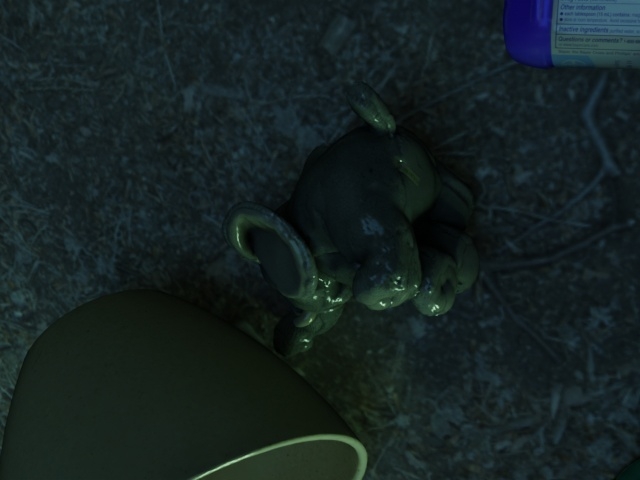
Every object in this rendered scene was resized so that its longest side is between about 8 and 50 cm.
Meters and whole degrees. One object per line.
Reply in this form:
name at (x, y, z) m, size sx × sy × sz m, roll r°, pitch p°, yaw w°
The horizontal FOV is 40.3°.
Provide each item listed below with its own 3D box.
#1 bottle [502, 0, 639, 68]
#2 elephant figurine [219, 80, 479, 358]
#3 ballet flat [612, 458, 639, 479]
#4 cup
bottle at (0.272, -0.158, 0.587) m, size 0.282 × 0.118 × 0.092 m, roll 7°, pitch 109°, yaw 21°
elephant figurine at (0.000, 0.000, 0.751) m, size 0.239 × 0.169 × 0.186 m, roll -9°, pitch 74°, yaw 42°
ballet flat at (0.267, 0.245, 0.753) m, size 0.079 × 0.077 × 0.221 m, roll 41°, pitch 121°, yaw -13°
cup at (-0.156, 0.186, 0.808) m, size 0.331 × 0.331 × 0.237 m, roll -52°, pitch 56°, yaw 28°
